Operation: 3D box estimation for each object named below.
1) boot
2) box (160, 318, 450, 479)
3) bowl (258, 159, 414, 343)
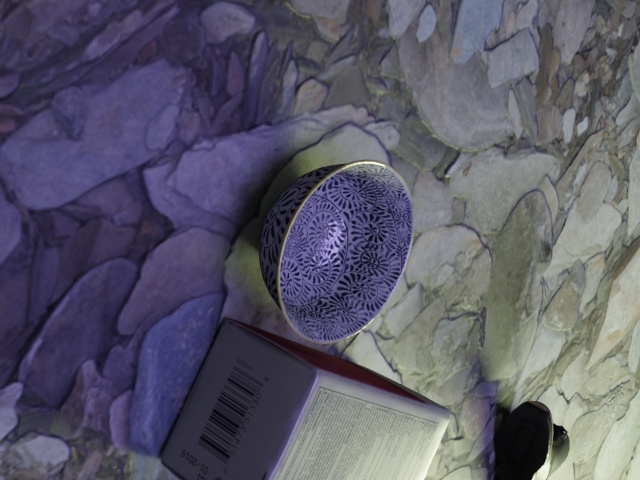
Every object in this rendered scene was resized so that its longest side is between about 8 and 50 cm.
[{"bbox_3d":[0.305,0.269,1.323,0.137,0.077,0.198,-33,143,-38],"label":"boot"},{"bbox_3d":[-0.007,0.184,0.902,0.232,0.127,0.149,27,87,-49],"label":"box"},{"bbox_3d":[0.000,0.000,0.859,0.170,0.080,0.170,-21,122,-38],"label":"bowl"}]
